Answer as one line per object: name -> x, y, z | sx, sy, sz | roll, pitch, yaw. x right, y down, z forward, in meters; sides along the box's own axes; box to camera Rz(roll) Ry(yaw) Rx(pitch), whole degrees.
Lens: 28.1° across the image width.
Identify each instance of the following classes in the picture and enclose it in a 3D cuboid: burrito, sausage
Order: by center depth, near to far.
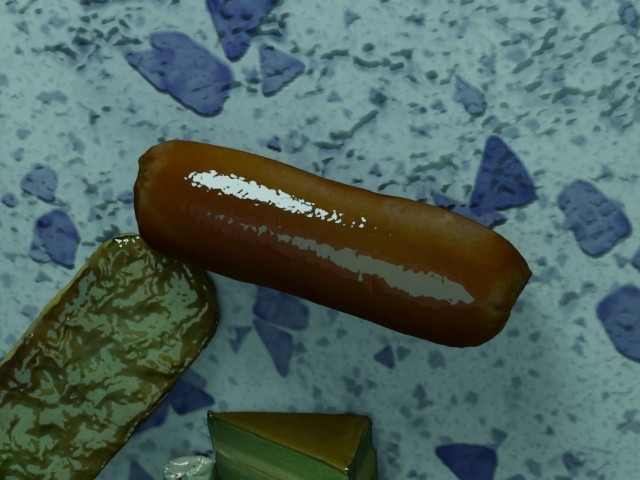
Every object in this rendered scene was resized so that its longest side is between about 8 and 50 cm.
sausage -> 0.000, 0.000, 0.912 | 0.300, 0.083, 0.089 | 15, 125, 10
burrito -> -0.105, 0.261, 1.056 | 0.058, 0.045, 0.188 | 10, 116, 27

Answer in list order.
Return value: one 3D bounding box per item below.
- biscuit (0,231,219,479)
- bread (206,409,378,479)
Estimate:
biscuit -> -0.180, 0.101, 1.005 | 0.118, 0.029, 0.247 | 40, 101, -8
bread -> -0.032, 0.181, 0.987 | 0.139, 0.084, 0.074 | 1, 111, 15
